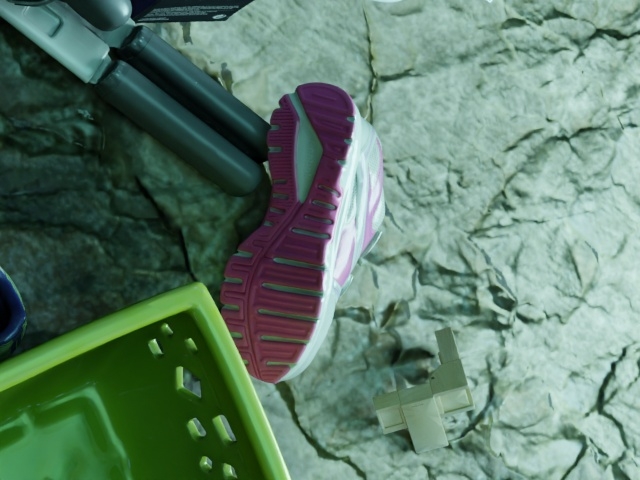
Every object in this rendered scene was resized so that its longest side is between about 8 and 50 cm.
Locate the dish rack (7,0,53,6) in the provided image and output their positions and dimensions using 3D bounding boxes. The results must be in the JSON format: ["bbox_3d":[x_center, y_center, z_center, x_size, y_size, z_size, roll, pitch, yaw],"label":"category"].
[{"bbox_3d":[-0.315,-0.303,1.347,0.271,0.074,0.208,8,72,4],"label":"dish rack"}]

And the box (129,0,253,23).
[{"bbox_3d":[-0.102,-0.325,1.425,0.103,0.184,0.261,-5,84,-28],"label":"box"}]

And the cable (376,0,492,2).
[{"bbox_3d":[0.045,-0.336,1.526,0.257,0.089,0.257,12,66,-42],"label":"cable"}]

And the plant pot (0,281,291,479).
[{"bbox_3d":[-0.176,0.180,1.299,0.228,0.207,0.227,-24,94,-28],"label":"plant pot"}]

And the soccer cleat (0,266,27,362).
[{"bbox_3d":[-0.331,-0.015,1.296,0.289,0.121,0.093,43,67,-15],"label":"soccer cleat"}]

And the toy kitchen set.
[{"bbox_3d":[0.090,0.135,1.547,0.083,0.075,0.068,-16,132,3],"label":"toy kitchen set"}]

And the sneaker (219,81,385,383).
[{"bbox_3d":[0.000,0.000,1.473,0.111,0.103,0.252,13,95,-58],"label":"sneaker"}]

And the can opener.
[{"bbox_3d":[-0.146,-0.141,1.434,0.280,0.093,0.074,40,66,-22],"label":"can opener"}]
